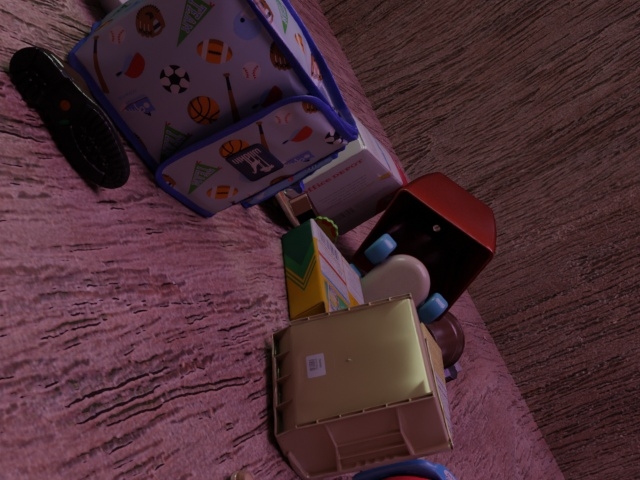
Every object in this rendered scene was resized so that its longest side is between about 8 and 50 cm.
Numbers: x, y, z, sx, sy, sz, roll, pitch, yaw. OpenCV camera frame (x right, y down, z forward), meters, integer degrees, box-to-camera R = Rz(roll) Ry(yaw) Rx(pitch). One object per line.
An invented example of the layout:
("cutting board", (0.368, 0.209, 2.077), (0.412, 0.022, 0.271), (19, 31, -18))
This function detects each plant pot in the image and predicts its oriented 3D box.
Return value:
("plant pot", (0.261, 0.258, 2.372), (0.167, 0.167, 0.165), (64, 23, 10))
("plant pot", (0.284, -0.014, 2.335), (0.267, 0.267, 0.236), (36, 38, 3))

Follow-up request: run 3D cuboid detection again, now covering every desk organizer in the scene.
("desk organizer", (-0.025, -0.047, 2.123), (0.130, 0.047, 0.050), (60, 7, -53))

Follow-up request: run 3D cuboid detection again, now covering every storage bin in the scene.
("storage bin", (0.060, 0.237, 1.547), (0.262, 0.260, 0.123), (-96, 170, -55))

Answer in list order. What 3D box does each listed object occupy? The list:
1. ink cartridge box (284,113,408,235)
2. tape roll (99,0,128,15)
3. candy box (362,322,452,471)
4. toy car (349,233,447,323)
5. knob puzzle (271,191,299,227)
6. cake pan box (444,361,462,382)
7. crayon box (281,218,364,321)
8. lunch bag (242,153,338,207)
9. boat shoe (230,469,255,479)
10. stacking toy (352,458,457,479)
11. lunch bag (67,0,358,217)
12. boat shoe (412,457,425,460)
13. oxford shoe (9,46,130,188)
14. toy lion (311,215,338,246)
("ink cartridge box", (0.058, -0.159, 2.309), (0.306, 0.226, 0.131), (38, 26, -57))
("tape roll", (-0.272, -0.498, 1.736), (0.286, 0.286, 0.100), (59, -23, -9))
("candy box", (0.150, 0.305, 1.843), (0.087, 0.183, 0.316), (55, 16, -19))
("toy car", (0.156, 0.120, 2.218), (0.219, 0.210, 0.238), (49, 2, 1))
("knob puzzle", (-0.103, -0.108, 2.046), (0.213, 0.030, 0.213), (62, 2, -4))
("cake pan box", (0.288, 0.271, 2.588), (0.267, 0.070, 0.246), (65, 17, 12))
("crayon box", (0.016, 0.130, 1.920), (0.203, 0.083, 0.323), (51, 17, -33))
("lunch bag", (-0.115, -0.219, 1.857), (0.293, 0.221, 0.138), (59, 15, -7))
("boat shoe", (-0.061, 0.377, 1.260), (0.170, 0.059, 0.063), (61, 15, -2))
("stacking toy", (0.143, 0.526, 1.548), (0.175, 0.166, 0.302), (52, 32, -33))
("lunch bag", (-0.162, -0.249, 1.554), (0.385, 0.328, 0.239), (56, 20, -24))
("boat shoe", (0.195, 0.362, 1.940), (0.073, 0.080, 0.223), (31, 70, -48))
("oxford shoe", (-0.337, -0.178, 1.330), (0.227, 0.083, 0.096), (59, 11, -11))
("toy lion", (0.000, 0.000, 2.076), (0.100, 0.096, 0.034), (58, 15, -12))
